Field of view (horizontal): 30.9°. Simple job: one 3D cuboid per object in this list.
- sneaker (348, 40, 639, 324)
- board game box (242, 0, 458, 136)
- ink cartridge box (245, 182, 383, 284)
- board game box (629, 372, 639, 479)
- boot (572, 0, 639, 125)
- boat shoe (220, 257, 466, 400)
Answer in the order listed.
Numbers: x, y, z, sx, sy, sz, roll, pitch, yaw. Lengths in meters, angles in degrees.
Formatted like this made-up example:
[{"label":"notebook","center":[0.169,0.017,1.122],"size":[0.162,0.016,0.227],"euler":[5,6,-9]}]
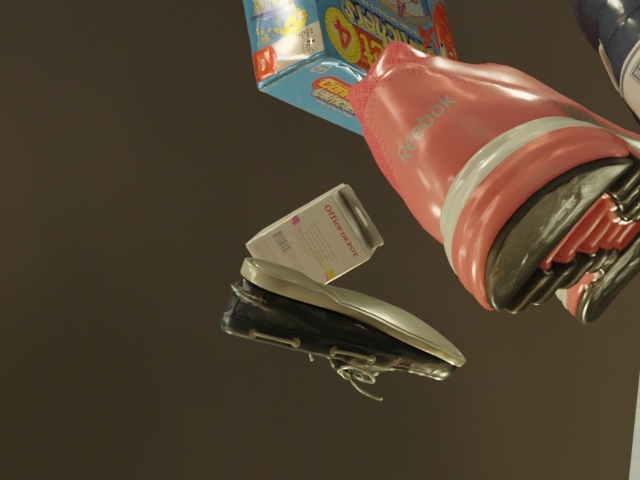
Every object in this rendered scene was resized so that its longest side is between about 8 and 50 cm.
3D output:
[{"label":"sneaker","center":[0.118,-0.042,0.621],"size":[0.136,0.314,0.116],"euler":[46,-76,23]},{"label":"board game box","center":[0.032,-0.273,1.272],"size":[0.308,0.086,0.301],"euler":[15,-122,-53]},{"label":"ink cartridge box","center":[0.000,0.000,1.408],"size":[0.143,0.090,0.092],"euler":[-29,-85,15]},{"label":"board game box","center":[0.254,-0.020,0.426],"size":[0.319,0.066,0.317],"euler":[-8,-73,-31]},{"label":"boot","center":[0.192,-0.064,0.559],"size":[0.069,0.086,0.190],"euler":[-37,-46,17]},{"label":"boat shoe","center":[0.025,0.093,1.106],"size":[0.255,0.095,0.079],"euler":[21,-81,-30]}]
